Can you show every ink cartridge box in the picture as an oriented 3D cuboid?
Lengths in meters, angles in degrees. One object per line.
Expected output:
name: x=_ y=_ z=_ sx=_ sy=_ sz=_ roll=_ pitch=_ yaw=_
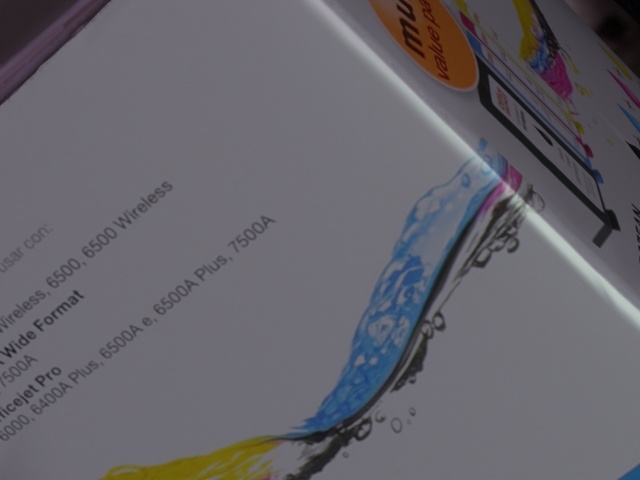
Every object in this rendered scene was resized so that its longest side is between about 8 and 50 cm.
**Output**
ink cartridge box: x=0.000 y=0.000 z=0.531 sx=0.168 sy=0.171 sz=0.233 roll=-39 pitch=113 yaw=23

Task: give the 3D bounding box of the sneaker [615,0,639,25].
sneaker: x=0.185 y=-0.102 z=0.614 sx=0.163 sy=0.086 sz=0.226 roll=-28 pitch=70 yaw=-17
